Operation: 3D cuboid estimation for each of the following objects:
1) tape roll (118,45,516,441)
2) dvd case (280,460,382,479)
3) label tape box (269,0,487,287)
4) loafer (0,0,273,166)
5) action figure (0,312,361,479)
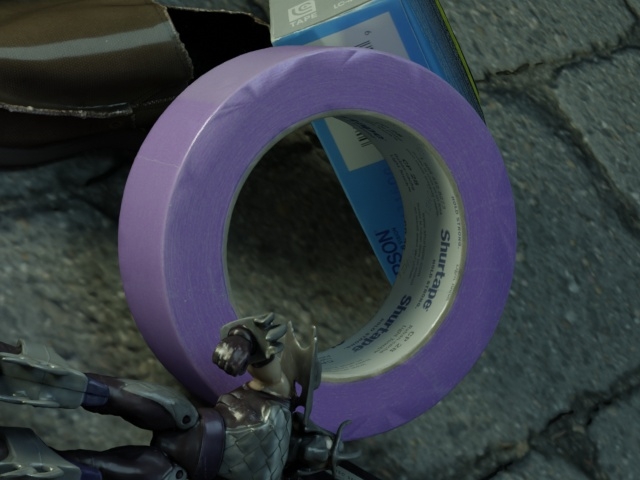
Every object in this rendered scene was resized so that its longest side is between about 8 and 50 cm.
[{"bbox_3d":[0.000,0.000,1.345,0.275,0.275,0.090,28,-6,-26],"label":"tape roll"},{"bbox_3d":[0.032,0.255,1.334,0.164,0.018,0.221,31,38,-20],"label":"dvd case"},{"bbox_3d":[0.051,-0.155,1.587,0.348,0.115,0.249,-98,163,-60],"label":"label tape box"},{"bbox_3d":[-0.167,-0.144,1.418,0.366,0.130,0.134,-4,58,-49],"label":"loafer"},{"bbox_3d":[-0.097,0.130,1.217,0.285,0.099,0.185,8,91,-29],"label":"action figure"}]
